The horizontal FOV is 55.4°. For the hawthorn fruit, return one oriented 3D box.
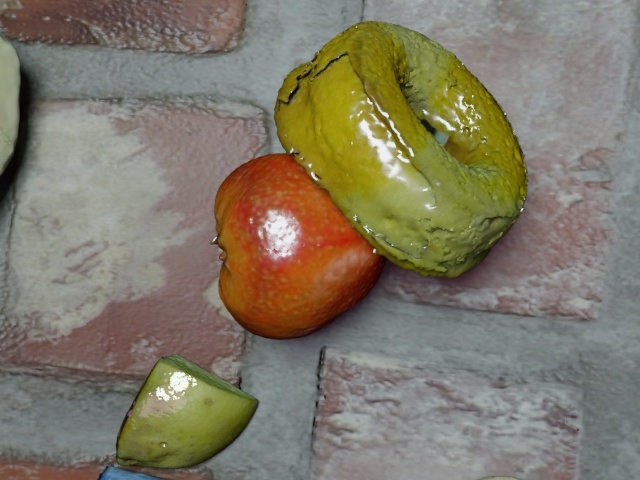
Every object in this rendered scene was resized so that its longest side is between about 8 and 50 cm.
[{"bbox_3d":[0.000,0.000,0.635,0.226,0.196,0.196,-10,89,-9],"label":"hawthorn fruit"}]

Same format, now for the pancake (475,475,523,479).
[{"bbox_3d":[0.206,0.342,0.692,0.152,0.025,0.151,0,90,4],"label":"pancake"}]

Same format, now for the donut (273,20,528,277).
[{"bbox_3d":[0.096,-0.101,0.590,0.272,0.272,0.107,48,134,4],"label":"donut"}]

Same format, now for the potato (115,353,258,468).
[{"bbox_3d":[-0.157,0.222,0.697,0.120,0.081,0.149,25,92,7],"label":"potato"}]

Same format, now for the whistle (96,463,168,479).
[{"bbox_3d":[-0.109,0.326,0.702,0.305,0.062,0.062,14,91,5],"label":"whistle"}]

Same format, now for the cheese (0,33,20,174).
[{"bbox_3d":[-0.474,-0.137,0.622,0.115,0.318,0.326,22,118,43],"label":"cheese"}]
